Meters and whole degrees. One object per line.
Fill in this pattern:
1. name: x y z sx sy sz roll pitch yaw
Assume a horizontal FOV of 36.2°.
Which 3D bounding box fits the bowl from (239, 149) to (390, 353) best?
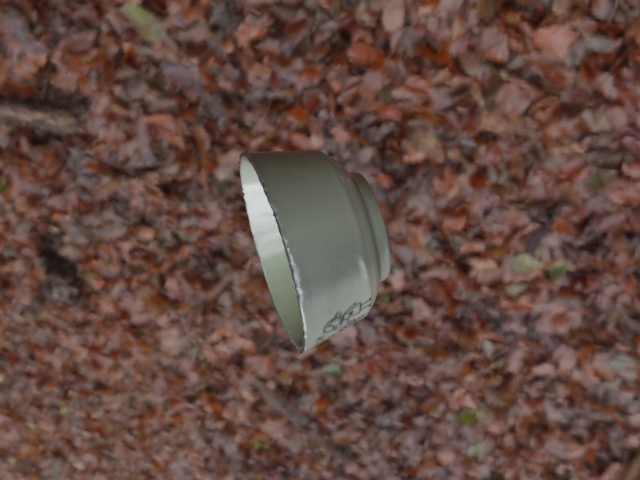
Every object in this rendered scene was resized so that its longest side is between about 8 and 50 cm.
1. bowl: 0.000 0.000 0.978 0.112 0.211 0.211 -15 150 -10
